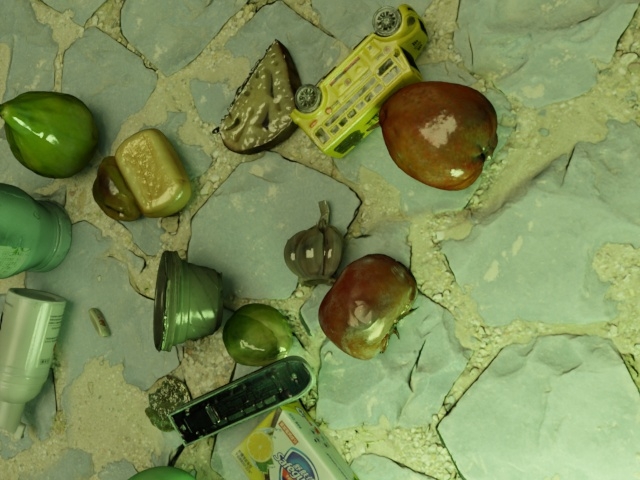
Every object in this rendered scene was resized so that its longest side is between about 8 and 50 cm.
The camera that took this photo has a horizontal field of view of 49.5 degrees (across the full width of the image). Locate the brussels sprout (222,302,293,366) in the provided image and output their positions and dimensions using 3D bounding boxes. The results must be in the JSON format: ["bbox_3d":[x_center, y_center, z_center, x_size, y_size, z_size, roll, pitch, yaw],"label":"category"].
[{"bbox_3d":[-0.136,0.208,1.508,0.155,0.155,0.117,55,141,18],"label":"brussels sprout"}]

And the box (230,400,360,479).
[{"bbox_3d":[-0.043,0.490,1.456,0.168,0.097,0.265,-45,70,14],"label":"box"}]

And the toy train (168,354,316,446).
[{"bbox_3d":[-0.153,0.331,1.480,0.407,0.088,0.086,-29,89,31],"label":"toy train"}]

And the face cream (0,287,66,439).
[{"bbox_3d":[-0.758,0.314,1.750,0.145,0.145,0.369,14,90,24],"label":"face cream"}]

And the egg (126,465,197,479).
[{"bbox_3d":[-0.364,0.619,1.515,0.220,0.220,0.269,46,110,20],"label":"egg"}]

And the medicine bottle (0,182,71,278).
[{"bbox_3d":[-0.792,-0.025,1.719,0.245,0.290,0.244,-2,85,25],"label":"medicine bottle"}]

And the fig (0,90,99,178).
[{"bbox_3d":[-0.683,-0.250,1.698,0.233,0.314,0.233,4,111,9],"label":"fig"}]

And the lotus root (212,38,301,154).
[{"bbox_3d":[-0.120,-0.303,1.575,0.170,0.074,0.260,44,101,20],"label":"lotus root"}]

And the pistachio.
[{"bbox_3d":[-0.511,-0.125,1.710,0.110,0.100,0.189,-32,75,20],"label":"pistachio"}]

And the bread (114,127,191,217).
[{"bbox_3d":[-0.394,-0.158,1.663,0.147,0.098,0.217,-28,73,6],"label":"bread"}]

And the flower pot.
[{"bbox_3d":[-0.294,0.135,1.549,0.141,0.235,0.235,2,84,-19],"label":"flower pot"}]

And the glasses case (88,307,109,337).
[{"bbox_3d":[-0.554,0.205,1.735,0.021,0.032,0.083,-38,72,20],"label":"glasses case"}]

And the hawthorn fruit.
[{"bbox_3d":[0.208,-0.213,1.357,0.262,0.210,0.210,20,93,23],"label":"hawthorn fruit"}]

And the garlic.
[{"bbox_3d":[0.000,0.000,1.478,0.131,0.127,0.194,3,71,27],"label":"garlic"}]

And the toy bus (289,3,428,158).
[{"bbox_3d":[0.101,-0.327,1.445,0.330,0.144,0.152,-42,74,16],"label":"toy bus"}]

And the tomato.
[{"bbox_3d":[0.093,0.137,1.379,0.181,0.155,0.214,30,99,6],"label":"tomato"}]

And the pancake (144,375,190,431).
[{"bbox_3d":[-0.358,0.392,1.640,0.129,0.023,0.116,-47,72,12],"label":"pancake"}]
